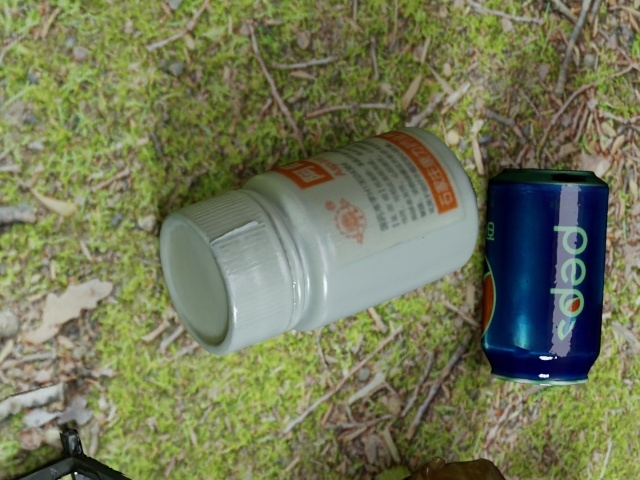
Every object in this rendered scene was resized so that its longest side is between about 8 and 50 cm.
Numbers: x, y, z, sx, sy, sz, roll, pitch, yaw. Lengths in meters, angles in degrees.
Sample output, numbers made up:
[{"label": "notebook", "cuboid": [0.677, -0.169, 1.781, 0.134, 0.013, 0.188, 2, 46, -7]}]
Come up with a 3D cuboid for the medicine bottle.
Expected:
[{"label": "medicine bottle", "cuboid": [0.000, 0.000, 1.172, 0.252, 0.144, 0.145, -23, 105, -29]}]

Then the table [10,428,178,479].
[{"label": "table", "cuboid": [-0.247, 0.340, 0.999, 0.335, 0.222, 0.272, -22, 106, -29]}]

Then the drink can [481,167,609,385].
[{"label": "drink can", "cuboid": [0.214, 0.033, 1.320, 0.118, 0.118, 0.205, 0, 92, -31]}]

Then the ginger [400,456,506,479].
[{"label": "ginger", "cuboid": [0.048, 0.384, 1.208, 0.176, 0.254, 0.418, 27, 63, 11]}]
